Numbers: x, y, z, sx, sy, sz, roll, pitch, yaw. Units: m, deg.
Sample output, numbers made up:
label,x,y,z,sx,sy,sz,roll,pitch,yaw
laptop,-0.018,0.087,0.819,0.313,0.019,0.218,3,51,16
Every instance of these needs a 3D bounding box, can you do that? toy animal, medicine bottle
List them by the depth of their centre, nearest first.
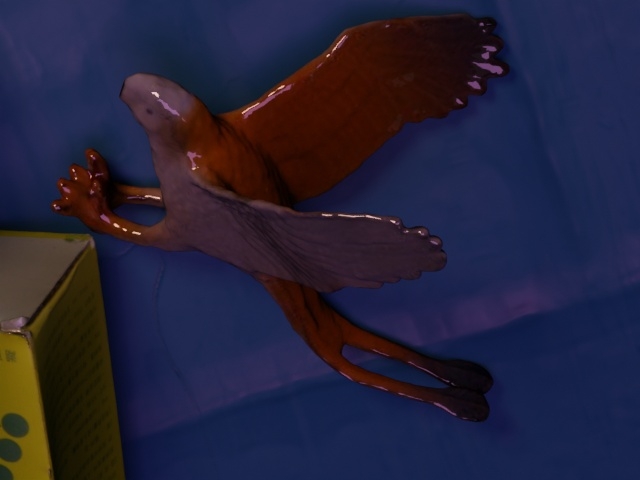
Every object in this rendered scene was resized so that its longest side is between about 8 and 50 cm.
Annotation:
label,x,y,z,sx,sy,sz,roll,pitch,yaw
toy animal,-0.023,-0.005,1.189,0.302,0.225,0.284,8,137,8
medicine bottle,-0.225,0.126,1.198,0.137,0.141,0.250,2,119,11
